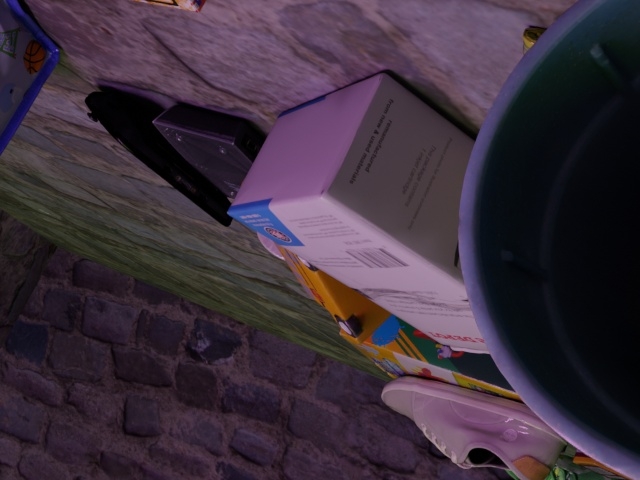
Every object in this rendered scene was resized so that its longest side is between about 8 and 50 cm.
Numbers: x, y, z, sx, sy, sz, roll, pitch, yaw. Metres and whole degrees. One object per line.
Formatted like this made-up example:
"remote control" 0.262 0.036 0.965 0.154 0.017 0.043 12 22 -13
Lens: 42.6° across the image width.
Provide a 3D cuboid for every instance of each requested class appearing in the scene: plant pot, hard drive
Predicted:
"plant pot" 0.324 0.021 0.552 0.341 0.341 0.334 12 168 43
"hard drive" -0.137 -0.124 1.300 0.172 0.054 0.255 18 164 27

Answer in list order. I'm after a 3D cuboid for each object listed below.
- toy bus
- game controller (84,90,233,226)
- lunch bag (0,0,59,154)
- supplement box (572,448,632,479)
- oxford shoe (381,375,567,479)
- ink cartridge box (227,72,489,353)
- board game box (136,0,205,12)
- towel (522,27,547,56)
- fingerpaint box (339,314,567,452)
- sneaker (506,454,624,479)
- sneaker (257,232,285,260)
"toy bus" 0.009 0.017 1.273 0.130 0.108 0.333 32 161 43
"game controller" -0.265 -0.132 1.390 0.319 0.067 0.166 41 -168 -49
"lunch bag" -0.620 -0.203 1.168 0.327 0.386 0.239 20 165 16
"supplement box" 0.551 0.340 1.522 0.080 0.188 0.104 24 166 0
"oxford shoe" 0.254 0.346 1.515 0.169 0.130 0.449 31 165 -30
"ink cartridge box" 0.124 -0.011 1.036 0.395 0.166 0.285 32 165 -23
"board game box" -0.220 -0.303 0.820 0.193 0.045 0.147 18 164 26
"towel" 0.242 -0.116 0.768 0.102 0.021 0.237 25 168 23
"fingerpaint box" 0.301 0.240 1.643 0.371 0.163 0.445 15 162 33
"sneaker" 0.468 0.471 1.644 0.123 0.109 0.295 30 164 -36
"sneaker" -0.021 0.015 1.582 0.212 0.080 0.094 22 177 6
